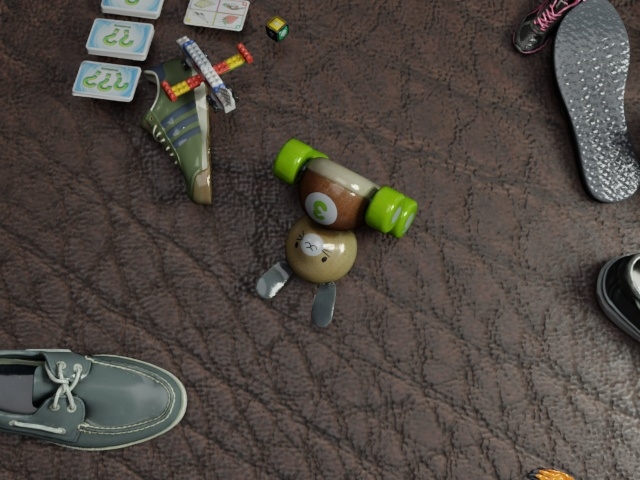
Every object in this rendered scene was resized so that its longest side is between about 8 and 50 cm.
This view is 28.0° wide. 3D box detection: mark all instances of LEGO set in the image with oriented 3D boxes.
[{"bbox_3d":[-0.167,-0.245,1.563,0.244,0.060,0.183,9,61,7],"label":"LEGO set"}]

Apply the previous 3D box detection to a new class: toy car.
[{"bbox_3d":[0.000,0.000,1.531,0.155,0.149,0.188,28,93,15],"label":"toy car"}]

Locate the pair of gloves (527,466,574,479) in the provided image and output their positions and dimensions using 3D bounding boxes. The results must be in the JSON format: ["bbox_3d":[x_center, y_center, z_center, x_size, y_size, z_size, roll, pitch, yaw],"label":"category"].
[{"bbox_3d":[0.277,0.318,1.542,0.074,0.010,0.083,20,82,2],"label":"pair of gloves"}]

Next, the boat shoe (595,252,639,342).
[{"bbox_3d":[0.477,0.131,1.520,0.335,0.119,0.121,31,82,3],"label":"boat shoe"}]

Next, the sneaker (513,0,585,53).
[{"bbox_3d":[0.290,-0.286,1.615,0.119,0.057,0.047,-45,86,-6],"label":"sneaker"}]

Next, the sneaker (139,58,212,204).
[{"bbox_3d":[-0.179,-0.134,1.579,0.086,0.064,0.192,-3,75,-3],"label":"sneaker"}]

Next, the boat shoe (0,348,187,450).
[{"bbox_3d":[-0.319,0.184,1.507,0.319,0.099,0.116,5,81,0],"label":"boat shoe"}]

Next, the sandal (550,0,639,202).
[{"bbox_3d":[0.339,-0.172,1.604,0.097,0.054,0.255,-6,92,-1],"label":"sandal"}]
